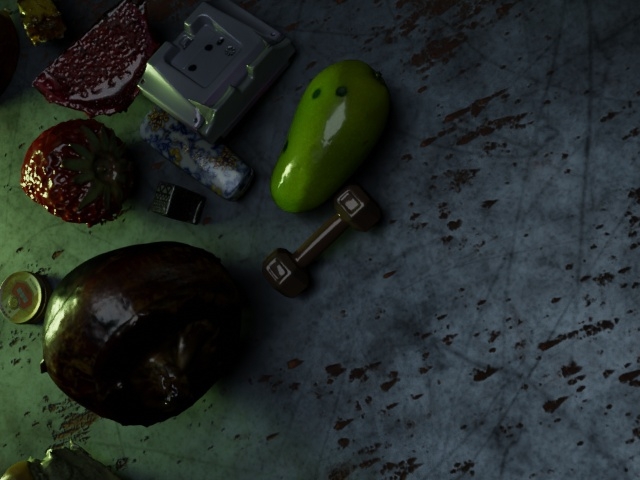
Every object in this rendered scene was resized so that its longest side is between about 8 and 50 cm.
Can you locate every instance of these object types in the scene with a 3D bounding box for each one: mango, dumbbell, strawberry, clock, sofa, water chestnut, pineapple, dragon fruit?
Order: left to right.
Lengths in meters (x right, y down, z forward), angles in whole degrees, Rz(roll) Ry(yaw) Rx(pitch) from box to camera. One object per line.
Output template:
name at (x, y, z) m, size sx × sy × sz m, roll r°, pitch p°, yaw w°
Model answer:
pineapple at (-0.555, -0.455, 1.953) m, size 0.080 × 0.135 × 0.233 m, roll -18°, pitch 52°, yaw -11°
strawberry at (-0.478, -0.129, 1.866) m, size 0.244 × 0.205 × 0.205 m, roll -3°, pitch 81°, yaw 42°
dragon fruit at (-0.407, -0.349, 1.877) m, size 0.262 × 0.163 × 0.189 m, roll -41°, pitch 42°, yaw 7°
water chestnut at (-0.285, 0.172, 1.641) m, size 0.350 × 0.350 × 0.302 m, roll -49°, pitch 51°, yaw 8°
sofa at (-0.257, -0.066, 1.787) m, size 0.039 × 0.118 × 0.060 m, roll 17°, pitch 88°, yaw 23°
clock at (-0.192, -0.314, 1.789) m, size 0.186 × 0.083 × 0.253 m, roll 36°, pitch 80°, yaw 21°
dumbbell at (0.000, 0.000, 1.702) m, size 0.231 × 0.082 × 0.092 m, roll -44°, pitch 69°, yaw 9°
mango at (0.010, -0.173, 1.688) m, size 0.293 × 0.143 × 0.175 m, roll -57°, pitch 29°, yaw 12°

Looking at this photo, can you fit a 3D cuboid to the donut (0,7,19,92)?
donut at (-0.690, -0.376, 1.996) m, size 0.187 × 0.126 × 0.144 m, roll -40°, pitch 78°, yaw 11°

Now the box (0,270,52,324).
box at (-0.576, 0.112, 1.924) m, size 0.106 × 0.037 × 0.105 m, roll -3°, pitch 81°, yaw 21°

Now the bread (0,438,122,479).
bread at (-0.479, 0.530, 1.727) m, size 0.250 × 0.225 × 0.279 m, roll 37°, pitch 100°, yaw 22°

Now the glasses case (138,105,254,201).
glasses case at (-0.230, -0.164, 1.820) m, size 0.248 × 0.065 × 0.087 m, roll 35°, pitch 89°, yaw 22°
